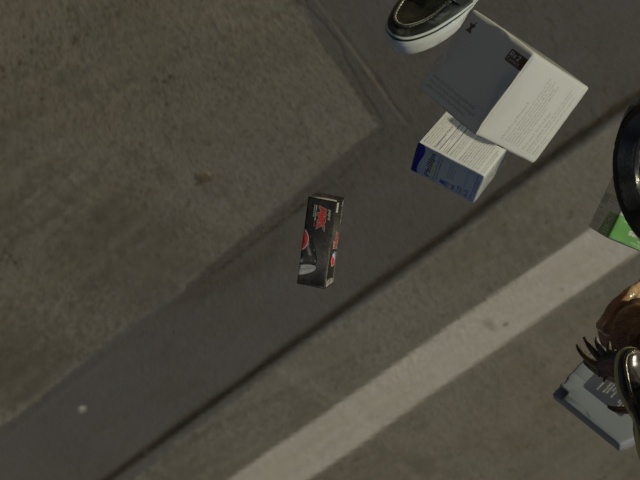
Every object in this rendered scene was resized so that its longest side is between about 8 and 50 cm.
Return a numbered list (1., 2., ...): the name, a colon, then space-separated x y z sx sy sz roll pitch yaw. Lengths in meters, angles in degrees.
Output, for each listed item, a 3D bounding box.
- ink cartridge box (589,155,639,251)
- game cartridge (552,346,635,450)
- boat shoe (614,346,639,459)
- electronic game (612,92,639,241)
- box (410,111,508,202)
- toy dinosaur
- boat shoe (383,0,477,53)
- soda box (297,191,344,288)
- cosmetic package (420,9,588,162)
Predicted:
1. ink cartridge box: 0.606 -0.096 1.892 0.093 0.154 0.213 22 99 -1
2. game cartridge: 0.639 0.272 2.015 0.297 0.198 0.062 -42 153 -12
3. boat shoe: 0.395 0.199 1.195 0.056 0.049 0.152 -17 87 -19
4. electronic game: 0.448 -0.086 1.293 0.048 0.229 0.229 -8 129 -15
5. box: 0.257 -0.157 1.835 0.126 0.137 0.072 -48 161 -39
6. toy dinosaur: 0.451 0.133 1.447 0.127 0.295 0.200 45 96 0
7. boat shoe: 0.236 -0.470 1.759 0.335 0.121 0.119 -44 153 -8
8. soda box: 0.000 0.000 1.851 0.060 0.053 0.169 11 103 14
9. cosmetic package: 0.291 -0.242 1.595 0.183 0.151 0.151 16 114 -47
